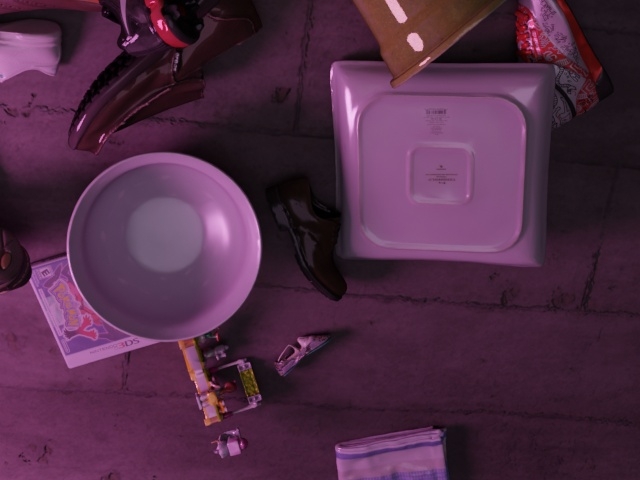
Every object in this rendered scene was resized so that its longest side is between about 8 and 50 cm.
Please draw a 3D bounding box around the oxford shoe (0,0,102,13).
[{"bbox_3d":[-0.455,-0.386,1.592,0.363,0.130,0.133,11,145,-17],"label":"oxford shoe"}]

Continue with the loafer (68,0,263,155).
[{"bbox_3d":[-0.229,-0.244,1.646,0.366,0.134,0.130,-41,112,12],"label":"loafer"}]

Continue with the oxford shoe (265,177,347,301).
[{"bbox_3d":[0.000,0.000,1.800,0.096,0.083,0.227,-22,115,10],"label":"oxford shoe"}]

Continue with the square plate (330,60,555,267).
[{"bbox_3d":[0.188,-0.111,1.746,0.347,0.049,0.344,2,116,9],"label":"square plate"}]

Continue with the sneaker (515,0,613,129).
[{"bbox_3d":[0.330,-0.292,1.702,0.145,0.090,0.270,-35,115,7],"label":"sneaker"}]

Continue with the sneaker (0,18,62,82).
[{"bbox_3d":[-0.494,-0.281,1.642,0.212,0.080,0.094,4,125,-8],"label":"sneaker"}]

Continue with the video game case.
[{"bbox_3d":[-0.371,0.105,1.847,0.183,0.023,0.201,-17,114,2],"label":"video game case"}]

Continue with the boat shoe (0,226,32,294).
[{"bbox_3d":[-0.617,0.033,1.722,0.355,0.130,0.132,10,71,13],"label":"boat shoe"}]

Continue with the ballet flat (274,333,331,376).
[{"bbox_3d":[-0.035,0.189,1.910,0.114,0.041,0.041,-38,112,10],"label":"ballet flat"}]

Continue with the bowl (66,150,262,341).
[{"bbox_3d":[-0.245,0.001,1.737,0.297,0.134,0.298,-2,100,-9],"label":"bowl"}]

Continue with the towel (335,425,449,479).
[{"bbox_3d":[0.144,0.480,2.057,0.209,0.034,0.285,-8,114,-1],"label":"towel"}]

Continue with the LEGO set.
[{"bbox_3d":[-0.170,0.215,1.867,0.107,0.132,0.287,-17,108,-7],"label":"LEGO set"}]

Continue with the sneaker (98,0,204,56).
[{"bbox_3d":[-0.258,-0.376,1.548,0.135,0.276,0.097,-24,159,23],"label":"sneaker"}]

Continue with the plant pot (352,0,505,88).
[{"bbox_3d":[0.130,-0.399,1.556,0.276,0.276,0.254,-40,96,12],"label":"plant pot"}]
